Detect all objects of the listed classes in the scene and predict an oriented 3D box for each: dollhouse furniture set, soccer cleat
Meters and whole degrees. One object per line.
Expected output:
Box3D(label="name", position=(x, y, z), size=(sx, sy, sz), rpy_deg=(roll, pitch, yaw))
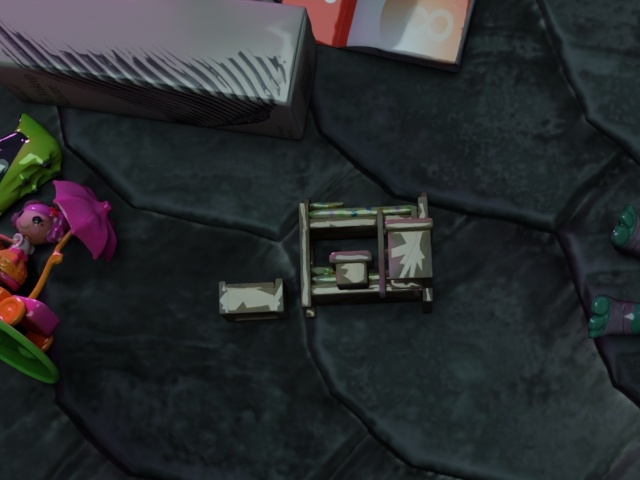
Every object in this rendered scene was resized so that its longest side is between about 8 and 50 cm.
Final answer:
Box3D(label="dollhouse furniture set", position=(0.000, 0.000, 1.005), size=(0.182, 0.161, 0.101), rpy_deg=(-3, 76, 4))
Box3D(label="soccer cleat", position=(-0.316, -0.045, 1.103), size=(0.179, 0.060, 0.072), rpy_deg=(-36, 66, -11))

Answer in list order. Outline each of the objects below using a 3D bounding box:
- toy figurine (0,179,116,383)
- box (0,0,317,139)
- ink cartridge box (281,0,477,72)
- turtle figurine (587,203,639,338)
Box3D(label="toy figurine", position=(-0.253, 0.017, 1.068), size=(0.173, 0.130, 0.159), rpy_deg=(17, 63, 34))
Box3D(label="box", position=(-0.146, -0.164, 1.086), size=(0.275, 0.113, 0.094), rpy_deg=(8, 78, 8))
Box3D(label="ink cartridge box", position=(0.056, -0.242, 1.107), size=(0.179, 0.045, 0.145), rpy_deg=(13, 87, 8))
Box3D(label="turtle figurine", position=(0.346, 0.054, 0.985), size=(0.234, 0.118, 0.175), rpy_deg=(13, 63, 24))
